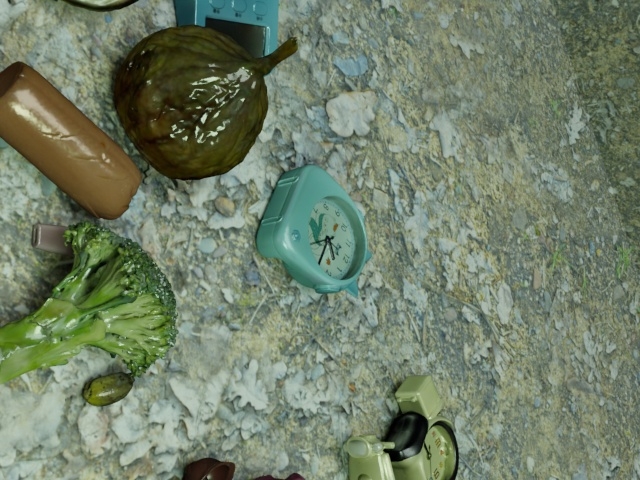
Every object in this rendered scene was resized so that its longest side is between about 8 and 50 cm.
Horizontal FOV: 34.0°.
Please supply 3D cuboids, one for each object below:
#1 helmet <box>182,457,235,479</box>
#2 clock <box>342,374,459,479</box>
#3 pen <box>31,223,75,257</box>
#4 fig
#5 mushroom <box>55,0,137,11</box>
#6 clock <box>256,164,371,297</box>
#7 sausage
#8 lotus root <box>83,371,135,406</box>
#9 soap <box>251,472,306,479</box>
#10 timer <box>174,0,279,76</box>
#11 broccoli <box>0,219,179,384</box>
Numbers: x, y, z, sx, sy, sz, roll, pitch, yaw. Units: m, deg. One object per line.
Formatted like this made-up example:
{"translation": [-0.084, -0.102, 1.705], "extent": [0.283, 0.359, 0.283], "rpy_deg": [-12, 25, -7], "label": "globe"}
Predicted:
{"translation": [-0.207, 0.416, 1.845], "extent": [0.111, 0.057, 0.089], "rpy_deg": [-7, 121, -59], "label": "helmet"}
{"translation": [0.165, 0.478, 2.204], "extent": [0.379, 0.120, 0.276], "rpy_deg": [-41, 115, -50], "label": "clock"}
{"translation": [-0.392, 0.007, 1.760], "extent": [0.197, 0.032, 0.053], "rpy_deg": [14, 70, -43], "label": "pen"}
{"translation": [-0.179, -0.276, 1.823], "extent": [0.286, 0.368, 0.286], "rpy_deg": [19, 59, -36], "label": "fig"}
{"translation": [-0.422, -0.532, 1.799], "extent": [0.217, 0.212, 0.292], "rpy_deg": [-52, 147, 11], "label": "mushroom"}
{"translation": [0.000, 0.000, 2.150], "extent": [0.274, 0.094, 0.223], "rpy_deg": [47, 50, -33], "label": "clock"}
{"translation": [-0.417, -0.155, 1.706], "extent": [0.304, 0.121, 0.121], "rpy_deg": [45, 51, -34], "label": "sausage"}
{"translation": [-0.347, 0.245, 1.733], "extent": [0.099, 0.054, 0.049], "rpy_deg": [-19, 88, -47], "label": "lotus root"}
{"translation": [-0.133, 0.541, 1.788], "extent": [0.359, 0.128, 0.233], "rpy_deg": [1, 81, -61], "label": "soap"}
{"translation": [-0.175, -0.451, 2.070], "extent": [0.232, 0.091, 0.250], "rpy_deg": [-6, 89, -49], "label": "timer"}
{"translation": [-0.402, 0.111, 1.613], "extent": [0.361, 0.221, 0.252], "rpy_deg": [-6, 117, -42], "label": "broccoli"}
